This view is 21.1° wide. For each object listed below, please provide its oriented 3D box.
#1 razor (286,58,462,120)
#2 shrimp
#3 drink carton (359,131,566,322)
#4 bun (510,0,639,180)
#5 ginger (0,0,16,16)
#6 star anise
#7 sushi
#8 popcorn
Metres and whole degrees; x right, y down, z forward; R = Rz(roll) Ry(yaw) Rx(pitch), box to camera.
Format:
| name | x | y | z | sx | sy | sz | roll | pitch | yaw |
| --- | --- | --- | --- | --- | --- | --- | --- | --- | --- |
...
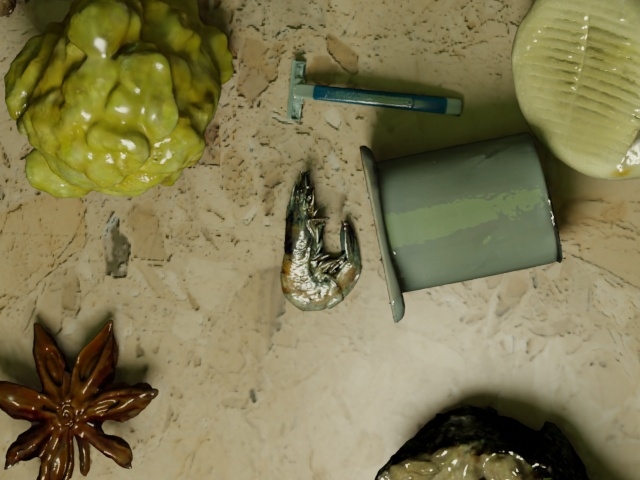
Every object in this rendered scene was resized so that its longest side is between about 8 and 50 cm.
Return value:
| name | x | y | z | sx | sy | sz | roll | pitch | yaw |
| --- | --- | --- | --- | --- | --- | --- | --- | --- | --- |
| razor | 0.058 | -0.154 | 1.865 | 0.191 | 0.037 | 0.068 | 7 | 97 | 10 |
| shrimp | 0.000 | 0.000 | 1.902 | 0.091 | 0.034 | 0.161 | -1 | 103 | -1 |
| drink carton | 0.143 | -0.033 | 1.801 | 0.189 | 0.191 | 0.185 | -16 | 91 | 2 |
| bun | 0.314 | -0.174 | 1.768 | 0.229 | 0.145 | 0.229 | 16 | 113 | 41 |
| ginger | -0.435 | -0.370 | 1.905 | 0.122 | 0.084 | 0.290 | -37 | 90 | 6 |
| star anise | -0.285 | 0.188 | 1.936 | 0.196 | 0.111 | 0.212 | 41 | 94 | -2 |
| sushi | 0.224 | 0.329 | 1.827 | 0.350 | 0.171 | 0.211 | 44 | 104 | 4 |
| popcorn | -0.218 | -0.155 | 1.809 | 0.235 | 0.250 | 0.242 | 8 | 100 | 2 |
